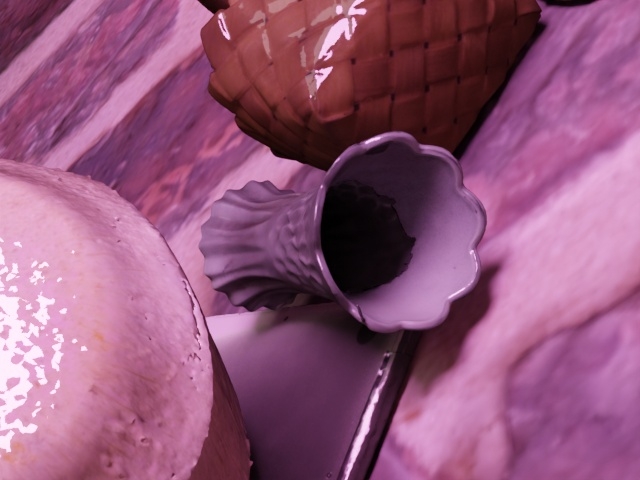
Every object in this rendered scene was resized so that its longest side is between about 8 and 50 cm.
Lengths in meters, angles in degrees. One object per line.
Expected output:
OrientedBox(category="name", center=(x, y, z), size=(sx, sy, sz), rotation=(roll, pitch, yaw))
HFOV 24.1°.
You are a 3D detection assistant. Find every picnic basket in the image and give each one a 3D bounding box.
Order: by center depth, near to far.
OrientedBox(category="picnic basket", center=(0.002, -0.108, 0.732), size=(0.178, 0.128, 0.138), rotation=(25, 79, 52))

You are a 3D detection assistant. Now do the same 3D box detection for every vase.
OrientedBox(category="vase", center=(0.000, 0.000, 0.657), size=(0.081, 0.081, 0.149), rotation=(-63, 22, -15))

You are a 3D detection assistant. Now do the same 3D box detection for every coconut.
OrientedBox(category="coconut", center=(-0.134, 0.091, 0.607), size=(0.234, 0.224, 0.224), rotation=(98, -175, -55))

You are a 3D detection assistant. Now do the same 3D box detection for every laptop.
OrientedBox(category="laptop", center=(-0.058, 0.145, 0.669), size=(0.188, 0.015, 0.269), rotation=(-9, 52, 53))
